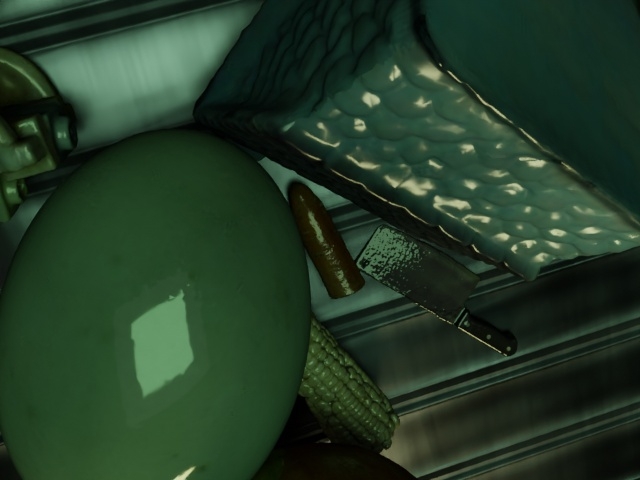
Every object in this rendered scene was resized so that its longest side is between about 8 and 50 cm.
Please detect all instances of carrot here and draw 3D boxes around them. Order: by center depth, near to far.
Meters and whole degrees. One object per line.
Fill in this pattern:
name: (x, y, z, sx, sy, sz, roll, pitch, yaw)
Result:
carrot: (0.000, 0.000, 0.742, 0.048, 0.048, 0.139, -29, 110, -1)

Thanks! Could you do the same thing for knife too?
knife: (0.156, 0.062, 0.811, 0.245, 0.019, 0.072, 32, 98, -18)

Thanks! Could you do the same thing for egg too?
egg: (-0.149, 0.090, 0.616, 0.276, 0.276, 0.389, 11, 109, -15)

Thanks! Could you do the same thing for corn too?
corn: (0.011, 0.171, 0.786, 0.087, 0.087, 0.211, -38, 108, 2)

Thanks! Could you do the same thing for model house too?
model house: (0.101, -0.124, 0.631, 0.360, 0.339, 0.297, 25, 58, -32)

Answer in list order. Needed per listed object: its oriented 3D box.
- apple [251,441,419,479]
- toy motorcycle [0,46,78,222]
apple: (0.002, 0.383, 0.670, 0.340, 0.339, 0.339, -4, 109, -11)
toy motorcycle: (-0.340, -0.190, 0.542, 0.237, 0.168, 0.410, -6, 120, -1)
